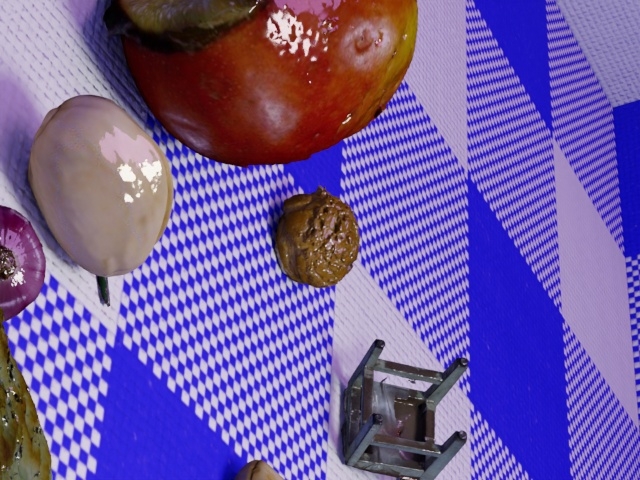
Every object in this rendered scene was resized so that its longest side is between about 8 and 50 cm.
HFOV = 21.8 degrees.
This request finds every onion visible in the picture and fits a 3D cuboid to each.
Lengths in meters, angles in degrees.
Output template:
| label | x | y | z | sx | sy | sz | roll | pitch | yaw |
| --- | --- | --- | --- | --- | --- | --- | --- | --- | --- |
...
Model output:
| label | x | y | z | sx | sy | sz | roll | pitch | yaw |
| --- | --- | --- | --- | --- | --- | --- | --- | --- | --- |
| onion | -0.314 | 0.020 | 1.555 | 0.104 | 0.115 | 0.115 | 13 | -52 | 65 |

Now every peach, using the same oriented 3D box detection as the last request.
| label | x | y | z | sx | sy | sz | roll | pitch | yaw |
| --- | --- | --- | --- | --- | --- | --- | --- | --- | --- |
| peach | -0.062 | -0.265 | 1.996 | 0.416 | 0.339 | 0.353 | 5 | 71 | -61 |

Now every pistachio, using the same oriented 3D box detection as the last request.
| label | x | y | z | sx | sy | sz | roll | pitch | yaw |
| --- | --- | --- | --- | --- | --- | --- | --- | --- | --- |
| pistachio | -0.227 | -0.054 | 1.727 | 0.117 | 0.145 | 0.200 | -61 | 139 | -59 |

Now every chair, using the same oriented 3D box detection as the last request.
| label | x | y | z | sx | sy | sz | roll | pitch | yaw |
| --- | --- | --- | --- | --- | --- | --- | --- | --- | --- |
| chair | 0.098 | 0.267 | 2.325 | 0.270 | 0.147 | 0.136 | 118 | -20 | -54 |

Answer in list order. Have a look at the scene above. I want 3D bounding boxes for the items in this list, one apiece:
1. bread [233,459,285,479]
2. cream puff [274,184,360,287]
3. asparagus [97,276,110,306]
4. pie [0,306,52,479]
| label | x | y | z | sx | sy | sz | roll | pitch | yaw |
| --- | --- | --- | --- | --- | --- | --- | --- | --- | --- |
| bread | -0.066 | 0.316 | 1.975 | 0.115 | 0.056 | 0.082 | 47 | 34 | -37 |
| cream puff | 0.002 | -0.003 | 2.275 | 0.126 | 0.103 | 0.144 | 59 | 33 | -35 |
| asparagus | -0.244 | -0.008 | 1.825 | 0.013 | 0.016 | 0.166 | -1 | 75 | -32 |
| pie | -0.337 | 0.141 | 1.315 | 0.395 | 0.180 | 0.418 | -71 | 147 | -55 |
